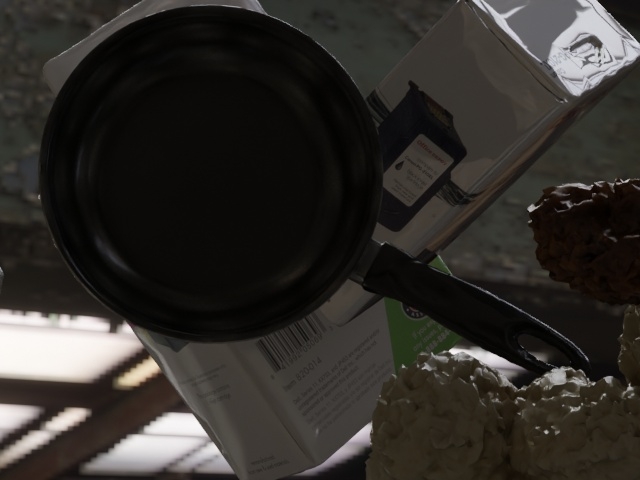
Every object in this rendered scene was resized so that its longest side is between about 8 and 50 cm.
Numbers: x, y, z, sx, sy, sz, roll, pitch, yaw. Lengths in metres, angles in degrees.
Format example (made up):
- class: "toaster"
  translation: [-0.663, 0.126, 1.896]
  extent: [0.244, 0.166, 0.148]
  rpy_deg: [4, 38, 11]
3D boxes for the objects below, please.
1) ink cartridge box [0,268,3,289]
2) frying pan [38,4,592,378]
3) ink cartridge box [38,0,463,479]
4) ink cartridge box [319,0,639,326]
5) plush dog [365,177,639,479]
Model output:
- class: "ink cartridge box"
  translation: [-0.360, 0.023, 1.335]
  extent: [0.154, 0.212, 0.093]
  rpy_deg: [56, -36, 30]
- class: "frying pan"
  translation: [0.001, -0.029, 1.072]
  extent: [0.053, 0.326, 0.197]
  rpy_deg: [132, -35, -78]
- class: "ink cartridge box"
  translation: [-0.065, -0.015, 1.417]
  extent: [0.353, 0.207, 0.119]
  rpy_deg: [56, -33, -6]
- class: "ink cartridge box"
  translation: [0.088, -0.069, 1.260]
  extent: [0.100, 0.172, 0.237]
  rpy_deg: [48, -59, 6]
- class: "plush dog"
  translation: [0.183, 0.080, 0.841]
  extent: [0.210, 0.262, 0.225]
  rpy_deg: [44, -62, 59]
